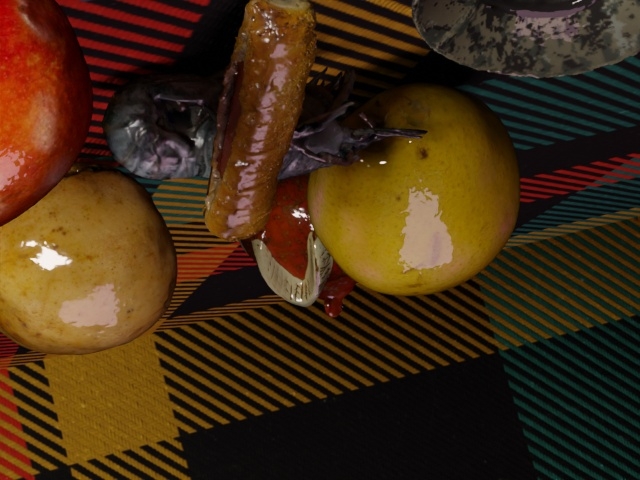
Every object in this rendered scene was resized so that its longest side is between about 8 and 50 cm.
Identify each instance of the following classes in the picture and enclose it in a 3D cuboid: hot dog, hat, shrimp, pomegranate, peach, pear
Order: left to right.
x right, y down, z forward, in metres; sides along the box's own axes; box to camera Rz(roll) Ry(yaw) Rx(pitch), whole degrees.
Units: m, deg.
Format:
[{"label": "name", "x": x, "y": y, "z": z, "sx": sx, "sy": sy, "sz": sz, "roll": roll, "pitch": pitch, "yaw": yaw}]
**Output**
[{"label": "peach", "x": -0.294, "y": -0.116, "z": 1.157, "sx": 0.243, "sy": 0.199, "sz": 0.243, "roll": -5, "pitch": 134, "yaw": -5}, {"label": "pomegranate", "x": -0.302, "y": 0.026, "z": 1.856, "sx": 0.260, "sy": 0.260, "sz": 0.260, "roll": -16, "pitch": 171, "yaw": -3}, {"label": "hot dog", "x": -0.062, "y": -0.115, "z": 1.515, "sx": 0.083, "sy": 0.068, "sz": 0.289, "roll": 1, "pitch": 128, "yaw": -18}, {"label": "shrimp", "x": -0.046, "y": -0.132, "z": 1.623, "sx": 0.372, "sy": 0.137, "sz": 0.172, "roll": -11, "pitch": -174, "yaw": -20}, {"label": "pear", "x": 0.118, "y": -0.083, "z": 1.943, "sx": 0.284, "sy": 0.285, "sz": 0.336, "roll": -14, "pitch": 134, "yaw": -12}, {"label": "hat", "x": 0.199, "y": -0.258, "z": 1.359, "sx": 0.265, "sy": 0.128, "sz": 0.265, "roll": -7, "pitch": 158, "yaw": -3}]

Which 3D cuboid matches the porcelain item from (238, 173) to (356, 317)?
[{"label": "porcelain item", "x": 0.000, "y": 0.000, "z": 2.191, "sx": 0.253, "sy": 0.253, "sz": 0.253, "roll": -16, "pitch": 171, "yaw": -3}]
